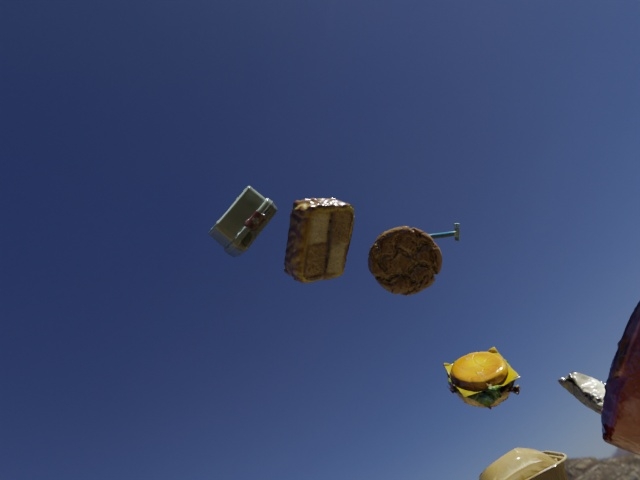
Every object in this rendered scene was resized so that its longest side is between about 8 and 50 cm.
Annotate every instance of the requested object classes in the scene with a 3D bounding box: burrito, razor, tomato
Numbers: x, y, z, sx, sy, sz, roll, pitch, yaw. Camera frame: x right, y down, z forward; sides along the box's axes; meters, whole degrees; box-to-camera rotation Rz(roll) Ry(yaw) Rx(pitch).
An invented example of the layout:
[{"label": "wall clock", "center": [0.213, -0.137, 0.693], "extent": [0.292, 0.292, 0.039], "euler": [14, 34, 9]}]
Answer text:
[{"label": "burrito", "center": [0.621, 0.353, 1.028], "extent": [0.058, 0.229, 0.063], "euler": [10, -80, -21]}, {"label": "razor", "center": [0.426, -0.019, 1.737], "extent": [0.191, 0.037, 0.068], "euler": [-7, -78, -10]}, {"label": "tomato", "center": [0.523, 0.169, 0.627], "extent": [0.334, 0.176, 0.290], "euler": [-6, -68, -43]}]

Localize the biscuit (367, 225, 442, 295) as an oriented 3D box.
[{"label": "biscuit", "center": [0.254, 0.064, 1.429], "extent": [0.226, 0.226, 0.042], "euler": [-45, -5, 15]}]

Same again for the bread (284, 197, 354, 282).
[{"label": "bread", "center": [0.000, 0.000, 1.242], "extent": [0.181, 0.096, 0.223], "euler": [-1, -74, -38]}]

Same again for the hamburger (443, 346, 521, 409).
[{"label": "hamburger", "center": [0.388, 0.338, 1.130], "extent": [0.163, 0.189, 0.093], "euler": [-16, -77, 12]}]

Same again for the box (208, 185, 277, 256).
[{"label": "box", "center": [-0.250, -0.060, 1.521], "extent": [0.210, 0.129, 0.148], "euler": [-56, 12, -27]}]

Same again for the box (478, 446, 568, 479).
[{"label": "box", "center": [0.337, 0.411, 0.797], "extent": [0.177, 0.111, 0.111], "euler": [-20, -39, -15]}]
